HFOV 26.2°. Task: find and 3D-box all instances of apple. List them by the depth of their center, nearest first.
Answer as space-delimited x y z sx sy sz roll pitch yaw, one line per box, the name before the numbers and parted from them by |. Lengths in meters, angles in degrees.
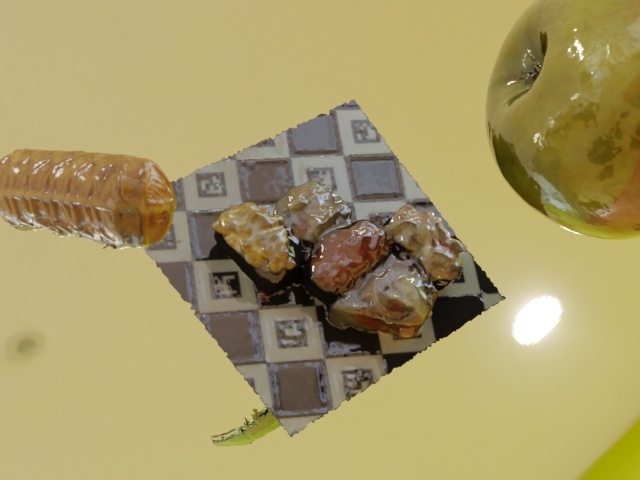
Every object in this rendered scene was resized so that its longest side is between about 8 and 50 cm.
apple | 0.258 -0.127 1.196 0.194 0.261 0.260 23 -68 -15

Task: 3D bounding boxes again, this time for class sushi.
sushi | 0.000 0.000 1.353 0.294 0.292 0.059 -30 -19 -24

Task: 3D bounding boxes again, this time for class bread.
bread | -0.139 -0.026 0.792 0.044 0.157 0.052 -28 -67 -39

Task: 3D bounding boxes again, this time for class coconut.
coconut | -0.052 0.162 1.462 0.158 0.055 0.133 -56 5 -27
